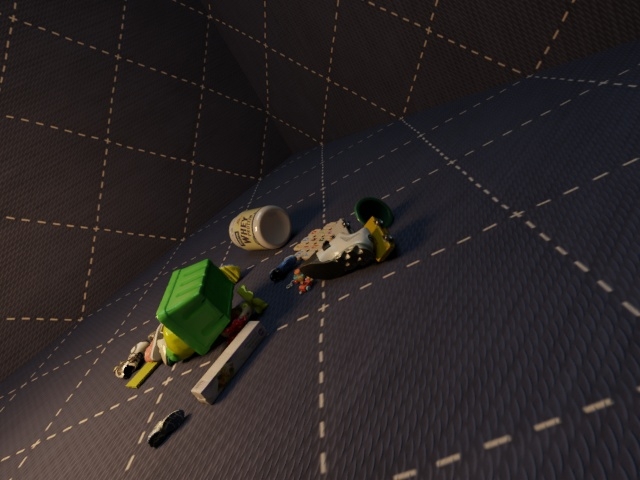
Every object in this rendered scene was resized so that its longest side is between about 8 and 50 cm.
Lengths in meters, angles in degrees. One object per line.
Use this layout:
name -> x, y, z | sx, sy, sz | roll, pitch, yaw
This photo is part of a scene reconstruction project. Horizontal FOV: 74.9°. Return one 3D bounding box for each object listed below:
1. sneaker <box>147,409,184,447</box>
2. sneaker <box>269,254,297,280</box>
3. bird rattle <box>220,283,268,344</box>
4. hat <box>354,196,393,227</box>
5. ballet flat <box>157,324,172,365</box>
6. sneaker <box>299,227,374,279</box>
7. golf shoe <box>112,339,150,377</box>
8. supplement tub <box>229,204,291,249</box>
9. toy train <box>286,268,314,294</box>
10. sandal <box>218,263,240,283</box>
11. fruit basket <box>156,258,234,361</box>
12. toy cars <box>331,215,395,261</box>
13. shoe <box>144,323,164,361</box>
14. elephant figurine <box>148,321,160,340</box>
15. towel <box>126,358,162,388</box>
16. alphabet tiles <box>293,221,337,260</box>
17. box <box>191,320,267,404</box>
sneaker -> -0.501, 0.593, 1.344 | 0.135, 0.052, 0.058 | -41, 19, -22
sneaker -> -0.167, 0.129, 1.890 | 0.152, 0.058, 0.084 | -35, 15, 5
bird rattle -> -0.322, 0.320, 1.669 | 0.207, 0.143, 0.253 | -30, 31, 38
hat -> 0.208, -0.076, 1.848 | 0.208, 0.173, 0.183 | -41, -12, -37
ballet flat -> -0.653, 0.415, 1.794 | 0.086, 0.086, 0.248 | -19, 50, 30
sneaker -> 0.065, 0.049, 1.609 | 0.331, 0.122, 0.146 | -21, 43, 30
golf shoe -> -0.840, 0.545, 1.901 | 0.094, 0.077, 0.198 | 6, 48, 42
supplement tub -> -0.339, -0.063, 2.311 | 0.325, 0.235, 0.235 | -6, 33, 50
toy train -> -0.081, 0.161, 1.724 | 0.125, 0.046, 0.166 | -43, 24, -28
sandal -> -0.556, 0.216, 2.159 | 0.318, 0.126, 0.138 | -30, 17, 0
fruit basket -> -0.524, 0.302, 1.654 | 0.392, 0.283, 0.392 | -33, 24, 17
toy cars -> 0.175, 0.000, 1.665 | 0.394, 0.087, 0.176 | 1, 75, 57
shoe -> -0.716, 0.445, 1.832 | 0.081, 0.064, 0.177 | -21, 49, 38
elephant figurine -> -0.674, 0.352, 1.965 | 0.240, 0.186, 0.169 | -33, 62, 12
towel -> -0.734, 0.543, 1.821 | 0.102, 0.021, 0.237 | -16, 26, 43
alphabet tiles -> 0.000, 0.000, 2.003 | 0.284, 0.021, 0.278 | -44, 25, -28
box -> -0.309, 0.416, 1.451 | 0.067, 0.063, 0.324 | -10, 30, 42
